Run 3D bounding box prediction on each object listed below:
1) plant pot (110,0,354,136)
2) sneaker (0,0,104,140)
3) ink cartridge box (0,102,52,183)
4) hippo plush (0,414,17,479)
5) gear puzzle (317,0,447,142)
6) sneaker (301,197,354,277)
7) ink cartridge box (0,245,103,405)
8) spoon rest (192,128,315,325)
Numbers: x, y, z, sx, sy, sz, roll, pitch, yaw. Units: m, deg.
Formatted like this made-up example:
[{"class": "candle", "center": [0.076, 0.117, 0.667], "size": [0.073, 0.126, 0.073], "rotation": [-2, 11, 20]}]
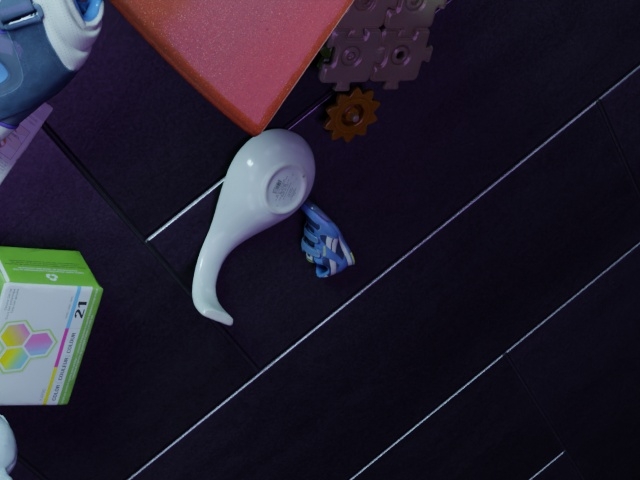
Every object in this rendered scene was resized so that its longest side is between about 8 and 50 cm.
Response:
[{"class": "plant pot", "center": [-0.121, -0.319, 1.490], "size": [0.236, 0.267, 0.267], "rotation": [30, 102, -27]}, {"class": "sneaker", "center": [-0.385, -0.268, 1.410], "size": [0.236, 0.130, 0.323], "rotation": [-46, 127, 11]}, {"class": "ink cartridge box", "center": [-0.448, -0.116, 1.563], "size": [0.181, 0.056, 0.224], "rotation": [41, 76, -42]}, {"class": "hippo plush", "center": [-0.492, 0.225, 1.612], "size": [0.237, 0.234, 0.294], "rotation": [23, 111, -31]}, {"class": "gear puzzle", "center": [0.075, -0.283, 1.770], "size": [0.176, 0.044, 0.338], "rotation": [-6, 126, -31]}, {"class": "sneaker", "center": [0.000, 0.000, 1.903], "size": [0.059, 0.053, 0.144], "rotation": [-33, 131, -5]}, {"class": "ink cartridge box", "center": [-0.429, 0.109, 1.681], "size": [0.255, 0.097, 0.188], "rotation": [4, 119, -34]}, {"class": "spoon rest", "center": [-0.100, -0.025, 1.820], "size": [0.137, 0.084, 0.276], "rotation": [27, 90, -42]}]
